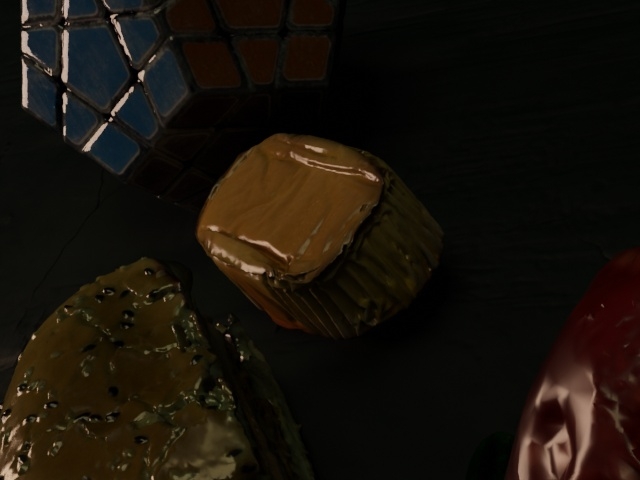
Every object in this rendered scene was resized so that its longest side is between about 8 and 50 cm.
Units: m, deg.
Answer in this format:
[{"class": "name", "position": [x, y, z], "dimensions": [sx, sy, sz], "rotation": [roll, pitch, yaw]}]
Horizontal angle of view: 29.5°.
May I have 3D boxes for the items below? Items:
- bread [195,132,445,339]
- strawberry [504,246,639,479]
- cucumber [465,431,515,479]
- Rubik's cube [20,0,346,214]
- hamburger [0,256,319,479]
[{"class": "bread", "position": [0.000, 0.000, 0.916], "dimensions": [0.132, 0.114, 0.190], "rotation": [-50, 32, -13]}, {"class": "strawberry", "position": [0.200, 0.140, 0.423], "dimensions": [0.317, 0.345, 0.295], "rotation": [-22, 35, 7]}, {"class": "cucumber", "position": [0.097, 0.213, 0.650], "dimensions": [0.056, 0.056, 0.284], "rotation": [-15, 36, 17]}, {"class": "Rubik's cube", "position": [-0.114, -0.182, 1.072], "dimensions": [0.319, 0.319, 0.264], "rotation": [1, 19, 33]}, {"class": "hamburger", "position": [-0.108, 0.141, 0.763], "dimensions": [0.192, 0.168, 0.288], "rotation": [-28, 37, -4]}]
